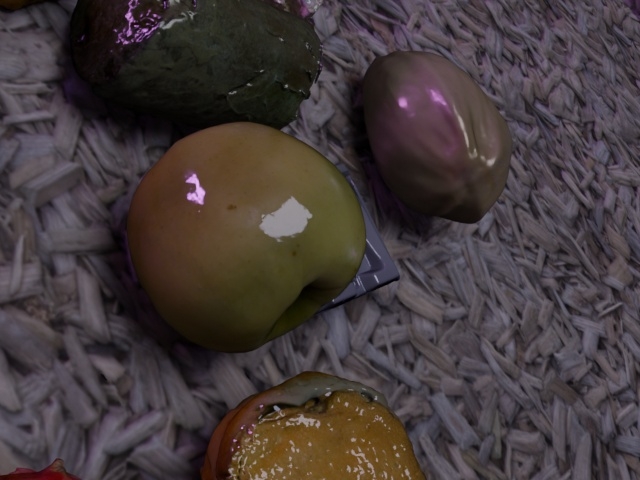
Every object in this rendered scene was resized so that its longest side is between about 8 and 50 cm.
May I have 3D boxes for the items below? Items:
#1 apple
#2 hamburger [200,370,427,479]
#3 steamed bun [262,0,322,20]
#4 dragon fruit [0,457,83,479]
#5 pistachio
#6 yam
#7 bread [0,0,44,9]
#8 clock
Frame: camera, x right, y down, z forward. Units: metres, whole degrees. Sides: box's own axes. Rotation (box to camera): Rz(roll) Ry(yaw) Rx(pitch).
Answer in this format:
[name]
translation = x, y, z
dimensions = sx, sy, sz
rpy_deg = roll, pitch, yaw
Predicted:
[apple]
translation = -0.085, -0.003, 1.173
dimensions = 0.262, 0.262, 0.262
rpy_deg = 26, 49, -35
[hamburger]
translation = -0.008, 0.296, 1.128
dimensions = 0.319, 0.158, 0.318
rpy_deg = 26, 50, -35
[steamed bun]
translation = -0.103, -0.387, 1.456
dimensions = 0.170, 0.200, 0.225
rpy_deg = -27, 89, -12
[dragon fruit]
translation = -0.249, 0.283, 0.853
dimensions = 0.268, 0.210, 0.205
rpy_deg = 29, 30, -25
[pistachio]
translation = 0.172, -0.172, 1.605
dimensions = 0.331, 0.208, 0.226
rpy_deg = 61, -8, 25
[yam]
translation = -0.155, -0.236, 1.282
dimensions = 0.300, 0.195, 0.195
rpy_deg = 12, 58, -43
[bread]
translation = -0.369, -0.397, 1.237
dimensions = 0.222, 0.096, 0.181
rpy_deg = 59, 36, 0
[clock]
translation = 0.000, 0.000, 1.389
dimensions = 0.253, 0.083, 0.186
rpy_deg = -20, 82, -51
